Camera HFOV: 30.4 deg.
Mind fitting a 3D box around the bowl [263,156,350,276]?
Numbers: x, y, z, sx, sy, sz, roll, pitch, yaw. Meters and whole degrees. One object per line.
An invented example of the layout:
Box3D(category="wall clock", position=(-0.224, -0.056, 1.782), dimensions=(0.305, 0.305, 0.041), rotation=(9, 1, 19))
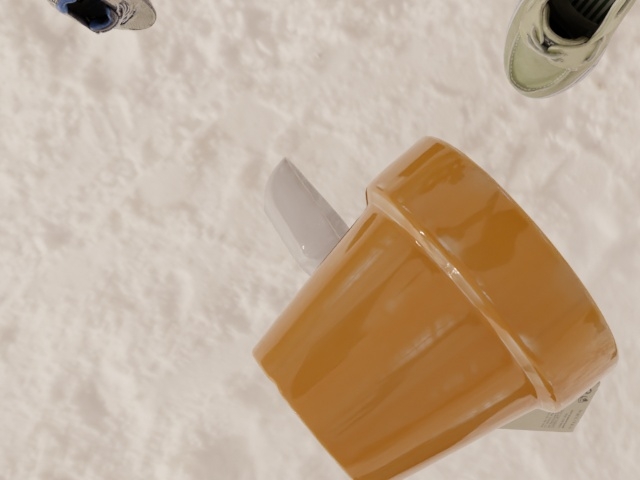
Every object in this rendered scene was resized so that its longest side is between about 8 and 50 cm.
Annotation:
Box3D(category="bowl", position=(0.000, 0.000, 1.179), dimensions=(0.053, 0.142, 0.142), rotation=(-39, 51, 5))

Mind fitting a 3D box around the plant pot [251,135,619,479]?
Box3D(category="plant pot", position=(0.063, 0.065, 0.805), dimensions=(0.188, 0.205, 0.205), rotation=(-39, 67, -4))

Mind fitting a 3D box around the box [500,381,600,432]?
Box3D(category="box", position=(0.159, 0.139, 1.311), dimensions=(0.275, 0.094, 0.113), rotation=(4, 43, -14))

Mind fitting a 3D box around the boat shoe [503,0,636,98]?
Box3D(category="boat shoe", position=(0.251, -0.231, 1.196), dimensions=(0.109, 0.302, 0.094), rotation=(42, 61, 7))

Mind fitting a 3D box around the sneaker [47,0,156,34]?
Box3D(category="sneaker", position=(-0.201, -0.211, 1.085), dimensions=(0.052, 0.135, 0.058), rotation=(-49, 58, 24))
